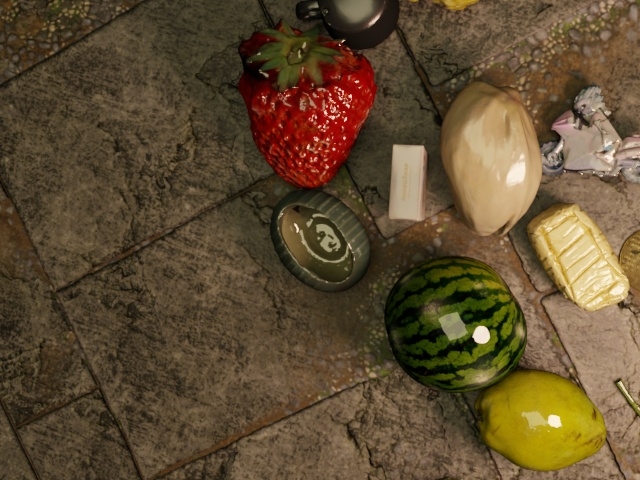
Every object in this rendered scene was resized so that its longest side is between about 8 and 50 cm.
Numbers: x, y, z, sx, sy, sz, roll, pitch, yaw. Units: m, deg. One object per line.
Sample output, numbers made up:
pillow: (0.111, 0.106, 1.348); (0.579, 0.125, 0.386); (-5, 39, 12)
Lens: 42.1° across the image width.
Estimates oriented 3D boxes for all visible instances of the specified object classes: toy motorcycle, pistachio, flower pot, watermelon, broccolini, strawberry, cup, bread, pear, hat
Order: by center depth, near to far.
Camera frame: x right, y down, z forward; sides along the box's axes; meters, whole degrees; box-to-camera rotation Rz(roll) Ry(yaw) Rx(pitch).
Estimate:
watermelon: (0.270, 0.167, 1.690); (0.285, 0.285, 0.285); (0, 92, 10)
pear: (0.448, 0.368, 1.700); (0.269, 0.212, 0.212); (8, 94, -7)
toy motorcycle: (0.574, -0.224, 1.708); (0.239, 0.108, 0.204); (7, 93, 9)
pistachio: (0.345, -0.162, 1.712); (0.226, 0.208, 0.332); (8, 114, 52)
hat: (0.698, 0.044, 1.717); (0.146, 0.067, 0.146); (0, 92, 10)
bread: (0.533, 0.035, 1.726); (0.140, 0.106, 0.236); (-32, 87, 8)
broccolini: (0.694, 0.386, 1.745); (0.044, 0.042, 0.218); (-31, 85, 9)
strawberry: (-0.024, -0.291, 1.756); (0.291, 0.310, 0.292); (-3, 62, 6)
cup: (0.053, -0.493, 1.756); (0.223, 0.176, 0.169); (-4, 94, 9)
flower pot: (0.000, 0.000, 1.792); (0.189, 0.157, 0.243); (-40, 84, 7)

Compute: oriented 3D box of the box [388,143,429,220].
box: (0.184, -0.116, 1.716); (0.067, 0.233, 0.149); (2, 92, 10)

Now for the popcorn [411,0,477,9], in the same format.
popcorn: (0.238, -0.605, 1.705); (0.252, 0.215, 0.286); (-40, 86, 33)

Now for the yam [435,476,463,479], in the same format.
yam: (0.264, 0.622, 1.707); (0.168, 0.304, 0.168); (3, 102, 13)
